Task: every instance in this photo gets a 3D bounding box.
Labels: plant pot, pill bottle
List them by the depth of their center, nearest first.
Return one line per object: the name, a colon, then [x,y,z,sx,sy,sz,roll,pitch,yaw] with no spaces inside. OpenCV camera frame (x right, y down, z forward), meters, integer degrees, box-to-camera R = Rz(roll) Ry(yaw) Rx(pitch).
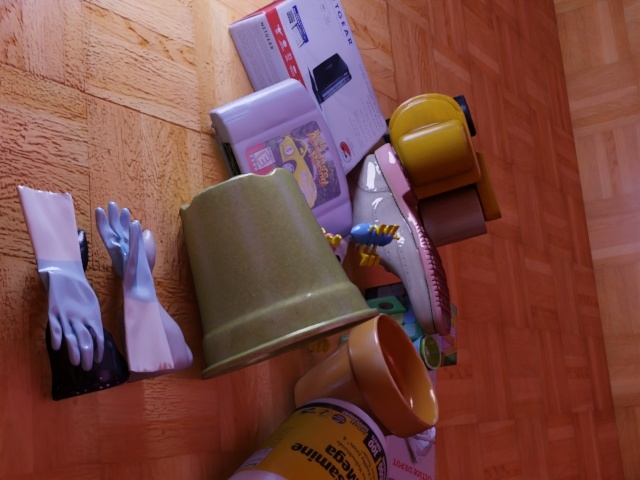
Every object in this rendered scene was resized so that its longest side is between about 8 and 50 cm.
pill bottle: [-0.039,0.385,1.363,0.334,0.188,0.187,-37,112,-57]
plant pot: [-0.084,0.040,1.375,0.276,0.276,0.253,-6,74,-60]
plant pot: [0.067,0.254,1.560,0.205,0.188,0.205,52,20,-28]

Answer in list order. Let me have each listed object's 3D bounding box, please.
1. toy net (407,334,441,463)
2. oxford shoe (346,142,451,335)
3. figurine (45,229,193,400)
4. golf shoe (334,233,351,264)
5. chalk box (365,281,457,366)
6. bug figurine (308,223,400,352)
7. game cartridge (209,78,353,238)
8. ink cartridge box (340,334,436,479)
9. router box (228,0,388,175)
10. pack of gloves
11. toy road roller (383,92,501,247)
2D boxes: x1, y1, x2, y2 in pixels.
toy net: [0.177,0.281,1.677,0.122,0.045,0.232,24,58,-53]
oxford shoe: [0.141,0.013,1.778,0.140,0.147,0.396,48,23,-62]
figurine: [-0.268,0.082,1.198,0.215,0.092,0.209,-3,78,-60]
golf shoe: [0.000,0.000,1.692,0.176,0.069,0.086,29,61,-51]
chalk box: [0.170,0.165,1.852,0.213,0.132,0.132,36,50,-48]
bug figurine: [0.010,0.062,1.577,0.216,0.279,0.072,8,31,-43]
game cartridge: [-0.054,-0.114,1.576,0.196,0.060,0.294,-30,107,-34]
ink cartridge box: [0.125,0.327,1.733,0.198,0.115,0.272,38,48,-47]
router box: [-0.011,-0.299,1.758,0.301,0.082,0.335,-49,122,-54]
pack of gloves: [-0.256,0.044,1.126,0.195,0.046,0.232,11,57,-58]
toy road roller: [0.249,-0.145,1.957,0.240,0.203,0.329,-57,129,-80]
